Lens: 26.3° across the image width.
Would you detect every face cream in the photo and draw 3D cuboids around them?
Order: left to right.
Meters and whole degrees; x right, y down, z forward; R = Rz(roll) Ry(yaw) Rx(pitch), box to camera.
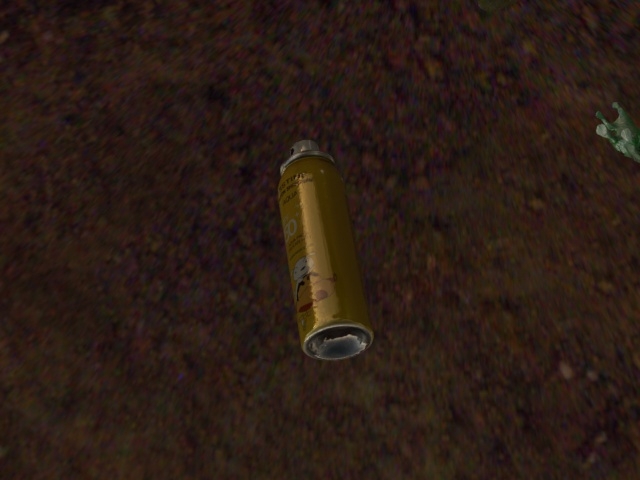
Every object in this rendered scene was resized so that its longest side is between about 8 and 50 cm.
[{"bbox_3d":[0.000,0.000,1.987,0.105,0.348,0.105,-6,146,-4],"label":"face cream"}]

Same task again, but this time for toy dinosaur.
[{"bbox_3d":[0.217,-0.064,0.945,0.021,0.062,0.083,-40,56,24],"label":"toy dinosaur"}]

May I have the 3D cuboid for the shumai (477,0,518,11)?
[{"bbox_3d":[0.227,-0.439,1.721,0.272,0.222,0.203,-39,69,-16],"label":"shumai"}]
